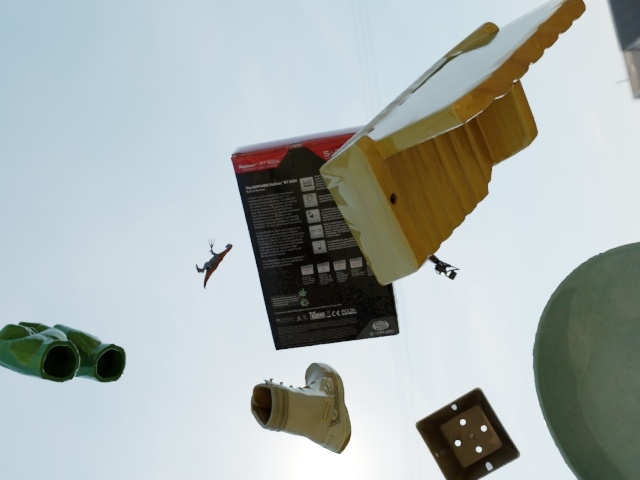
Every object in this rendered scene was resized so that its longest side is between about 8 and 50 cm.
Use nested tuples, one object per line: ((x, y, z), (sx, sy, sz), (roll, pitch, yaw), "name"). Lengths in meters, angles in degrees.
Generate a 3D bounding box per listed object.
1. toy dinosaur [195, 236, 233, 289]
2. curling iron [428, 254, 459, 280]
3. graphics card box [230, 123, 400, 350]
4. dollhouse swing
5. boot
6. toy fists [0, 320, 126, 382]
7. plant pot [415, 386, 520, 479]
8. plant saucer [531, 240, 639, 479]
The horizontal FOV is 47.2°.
((-0.204, 0.040, 1.434), (0.047, 0.082, 0.090), (127, 122, -84), "toy dinosaur")
((0.205, 0.019, 1.451), (0.274, 0.068, 0.035), (35, -96, -51), "curling iron")
((0.000, 0.000, 1.268), (0.094, 0.232, 0.371), (-81, -20, -70), "graphics card box")
((0.236, -0.135, 1.051), (0.347, 0.305, 0.315), (-44, -61, -29), "dollhouse swing")
((-0.052, 0.333, 1.576), (0.203, 0.095, 0.262), (22, -155, -21), "boot")
((-0.487, 0.205, 1.354), (0.279, 0.142, 0.096), (28, -110, -69), "toy fists")
((0.215, 0.286, 1.063), (0.109, 0.109, 0.096), (60, -173, 17), "plant pot")
((0.211, 0.088, 0.402), (0.037, 0.195, 0.195), (89, -173, -55), "plant saucer")
